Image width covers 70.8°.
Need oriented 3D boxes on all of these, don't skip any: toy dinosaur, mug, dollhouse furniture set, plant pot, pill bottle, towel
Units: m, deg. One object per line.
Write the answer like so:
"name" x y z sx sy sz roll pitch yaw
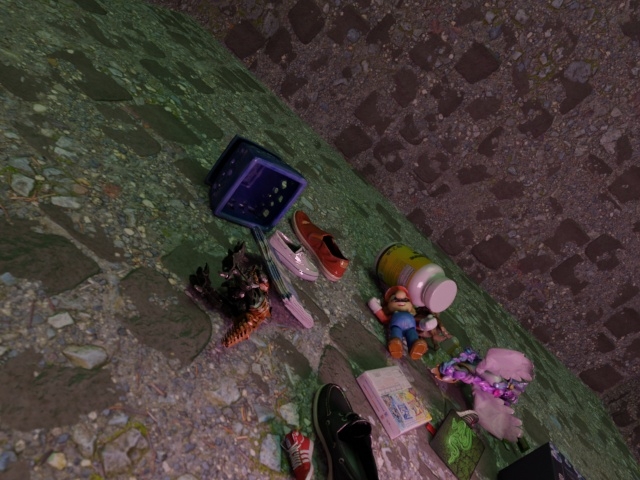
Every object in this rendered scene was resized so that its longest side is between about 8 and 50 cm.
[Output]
"toy dinosaur" -0.182 0.133 1.084 0.218 0.164 0.322 54 -4 -20
"mug" 0.559 0.444 1.914 0.078 0.064 0.062 39 21 -14
"toy dinosaur" 0.409 0.331 1.785 0.295 0.127 0.200 3 45 -53
"dollhouse furniture set" 0.688 0.717 1.631 0.151 0.076 0.058 33 23 -27
"plant pot" -0.226 -0.197 1.487 0.236 0.236 0.212 20 25 -44
"pill bottle" 0.385 0.150 1.847 0.188 0.188 0.334 24 8 -40
"towel" -0.108 0.104 1.292 0.285 0.034 0.209 60 0 36

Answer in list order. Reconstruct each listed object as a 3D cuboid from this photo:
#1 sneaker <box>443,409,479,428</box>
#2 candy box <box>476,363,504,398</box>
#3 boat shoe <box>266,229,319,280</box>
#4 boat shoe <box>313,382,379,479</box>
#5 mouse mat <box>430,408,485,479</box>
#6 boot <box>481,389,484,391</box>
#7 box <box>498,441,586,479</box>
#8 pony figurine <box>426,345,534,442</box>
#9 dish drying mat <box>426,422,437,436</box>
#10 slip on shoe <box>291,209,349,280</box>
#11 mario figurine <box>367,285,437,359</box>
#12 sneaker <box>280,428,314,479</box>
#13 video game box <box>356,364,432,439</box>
"sneaker" 0.473 0.605 1.477 0.170 0.063 0.075 17 34 -40
"candy box" 0.707 0.583 1.911 0.187 0.053 0.109 47 21 25
"boat shoe" -0.082 0.051 1.485 0.226 0.076 0.083 35 24 -22
"boat shoe" 0.068 0.441 0.988 0.127 0.113 0.340 34 23 -22
"mouse mat" 0.415 0.616 1.355 0.152 0.007 0.189 48 38 12
"boot" 0.671 0.637 1.794 0.087 0.042 0.118 46 22 -2
"box" 0.715 0.844 1.264 0.395 0.212 0.293 47 22 9
"pony figurine" 0.611 0.514 1.647 0.351 0.303 0.363 14 0 42
"dish drying mat" 0.353 0.590 1.362 0.083 0.008 0.032 49 23 13
"slip on shoe" 0.000 0.000 1.692 0.123 0.101 0.331 10 38 -52
"mario figurine" 0.291 0.266 1.632 0.198 0.170 0.320 34 25 -19
"sneaker" -0.048 0.430 0.900 0.067 0.042 0.118 43 14 -13
"video game box" 0.216 0.460 1.306 0.205 0.048 0.187 13 35 -52
